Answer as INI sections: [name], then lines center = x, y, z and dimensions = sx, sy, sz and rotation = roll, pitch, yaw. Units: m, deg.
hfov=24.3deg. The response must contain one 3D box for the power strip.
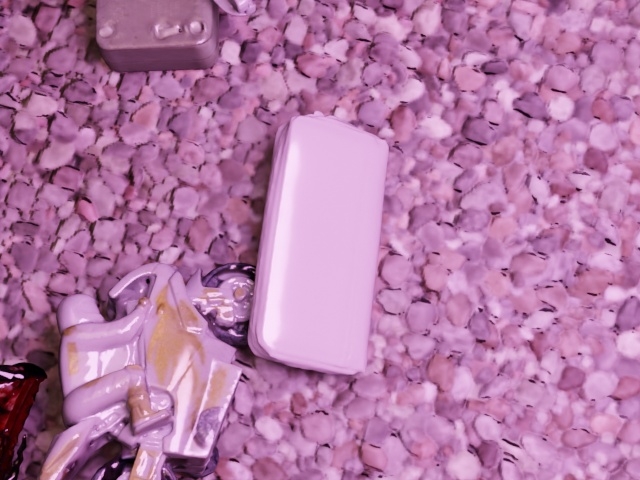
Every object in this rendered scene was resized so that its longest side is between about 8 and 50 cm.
[power strip]
center = -0.126, -0.273, 1.160
dimensions = 0.093, 0.053, 0.288
rotation = -2, 73, 4

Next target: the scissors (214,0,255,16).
[scissors]
center = -0.120, -0.264, 1.112
dimensions = 0.118, 0.030, 0.242
rotation = -31, 76, -9

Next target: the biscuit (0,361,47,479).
[biscuit]
center = -0.313, 0.122, 1.017
dimensions = 0.235, 0.063, 0.151
rotation = 21, 105, -10

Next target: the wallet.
[wallet]
center = 0.000, 0.000, 1.065
dimensions = 0.095, 0.033, 0.190
rotation = 13, 74, -28

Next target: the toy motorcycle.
[toy motorcycle]
center = -0.126, 0.095, 1.035
dimensions = 0.151, 0.074, 0.229
rotation = 26, 65, 3
